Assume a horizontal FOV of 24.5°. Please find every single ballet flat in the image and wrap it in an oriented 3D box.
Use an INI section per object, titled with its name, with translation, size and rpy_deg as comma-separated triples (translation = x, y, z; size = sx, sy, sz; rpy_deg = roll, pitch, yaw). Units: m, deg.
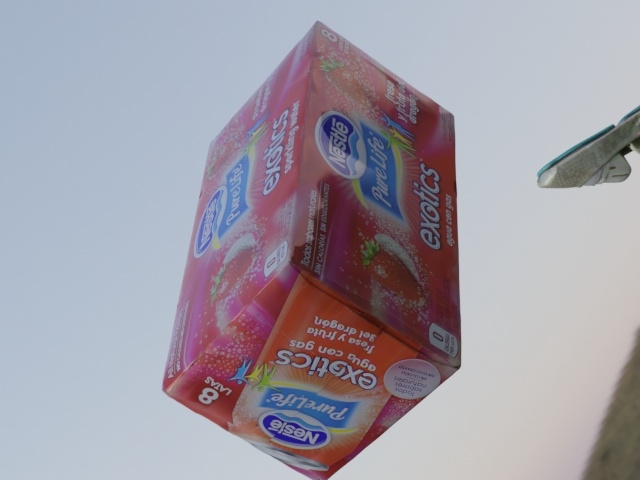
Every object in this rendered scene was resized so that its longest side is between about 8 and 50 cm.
[ballet flat]
translation = 0.265, -0.081, 1.270
size = 0.168, 0.052, 0.057
rpy_deg = -33, -11, -11

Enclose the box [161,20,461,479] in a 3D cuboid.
[box]
translation = 0.000, 0.000, 0.901
size = 0.128, 0.122, 0.257
rpy_deg = -45, 23, 32
